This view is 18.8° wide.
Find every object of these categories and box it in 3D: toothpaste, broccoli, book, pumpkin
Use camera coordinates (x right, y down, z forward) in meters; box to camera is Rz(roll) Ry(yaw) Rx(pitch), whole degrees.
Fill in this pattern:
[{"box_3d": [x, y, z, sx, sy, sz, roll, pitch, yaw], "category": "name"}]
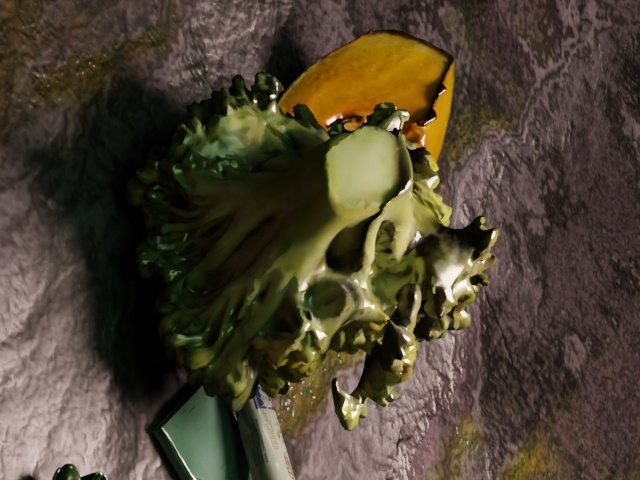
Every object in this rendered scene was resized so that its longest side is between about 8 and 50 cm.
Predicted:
[{"box_3d": [-0.063, 0.161, 1.842, 0.060, 0.038, 0.233, 28, 41, -56], "category": "toothpaste"}, {"box_3d": [-0.008, 0.007, 1.807, 0.334, 0.272, 0.324, 0, 96, -20], "category": "broccoli"}, {"box_3d": [-0.097, 0.207, 1.815, 0.135, 0.017, 0.103, 61, 36, -13], "category": "book"}, {"box_3d": [0.027, -0.061, 2.039, 0.148, 0.169, 0.312, 88, 18, -59], "category": "pumpkin"}]

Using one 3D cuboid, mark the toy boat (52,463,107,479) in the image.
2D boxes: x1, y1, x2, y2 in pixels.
[{"box_3d": [-0.201, 0.288, 1.610, 0.104, 0.052, 0.210, 39, 48, -42], "category": "toy boat"}]
